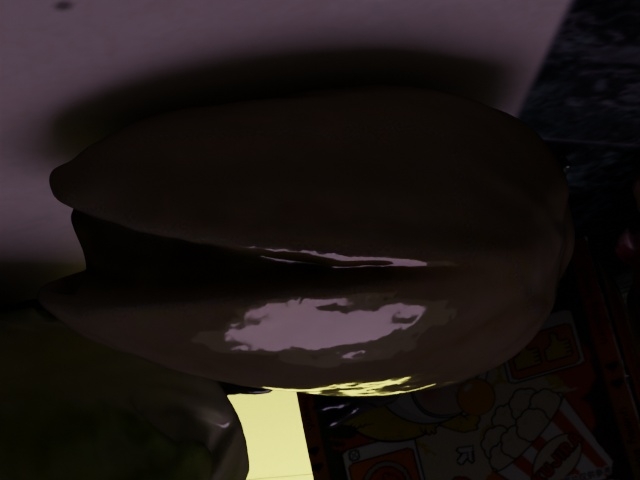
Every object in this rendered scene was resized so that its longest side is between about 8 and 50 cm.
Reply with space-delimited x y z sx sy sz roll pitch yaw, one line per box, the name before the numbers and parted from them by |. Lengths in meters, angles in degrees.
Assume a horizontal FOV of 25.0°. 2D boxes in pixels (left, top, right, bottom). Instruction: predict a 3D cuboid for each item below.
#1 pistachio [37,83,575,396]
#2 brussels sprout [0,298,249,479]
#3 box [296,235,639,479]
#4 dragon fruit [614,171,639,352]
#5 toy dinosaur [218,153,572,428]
pistachio | 0.000 0.000 0.584 0.226 0.136 0.136 0 158 -16
brussels sprout | -0.174 0.128 0.716 0.271 0.210 0.219 -24 170 -22
box | 0.104 0.119 0.878 0.195 0.177 0.148 -17 159 14
dragon fruit | 0.254 0.020 0.773 0.211 0.147 0.282 -13 159 -35
toy dinosaur | 0.021 0.032 0.726 0.187 0.087 0.179 -2 159 -30
